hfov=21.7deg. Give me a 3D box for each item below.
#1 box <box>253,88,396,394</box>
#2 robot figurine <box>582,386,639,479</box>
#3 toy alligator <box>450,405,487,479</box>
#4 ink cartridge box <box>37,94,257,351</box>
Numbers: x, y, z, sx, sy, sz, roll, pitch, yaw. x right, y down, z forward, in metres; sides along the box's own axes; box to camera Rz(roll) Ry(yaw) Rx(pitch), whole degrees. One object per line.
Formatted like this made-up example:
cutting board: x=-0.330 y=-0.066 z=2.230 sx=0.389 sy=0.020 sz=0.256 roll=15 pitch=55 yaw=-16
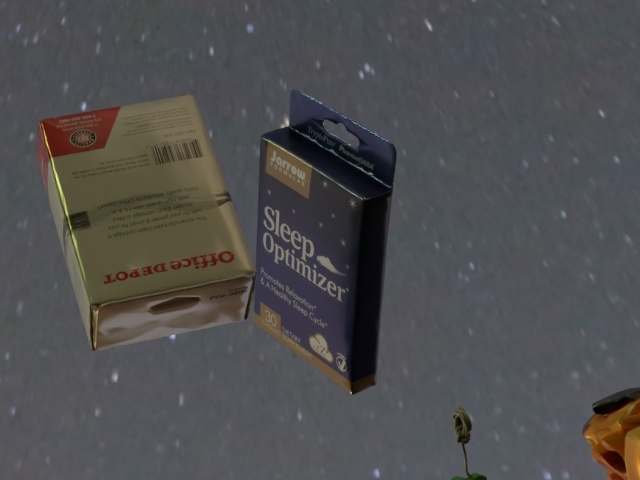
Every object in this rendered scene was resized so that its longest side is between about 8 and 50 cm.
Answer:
box: x=0.000 y=0.000 z=1.379 sx=0.036 sy=0.136 sz=0.225 roll=-19 pitch=-54 yaw=-35
robot figurine: x=0.166 y=0.133 z=0.373 sx=0.085 sy=0.291 sz=0.211 roll=-24 pitch=-36 yaw=-20
toy alligator: x=0.116 y=0.228 z=1.318 sx=0.051 sy=0.056 sz=0.190 roll=-19 pitch=-85 yaw=-16
ink cartridge box: x=-0.104 y=-0.011 z=0.984 sx=0.099 sy=0.135 sz=0.056 roll=-11 pitch=-31 yaw=-15
